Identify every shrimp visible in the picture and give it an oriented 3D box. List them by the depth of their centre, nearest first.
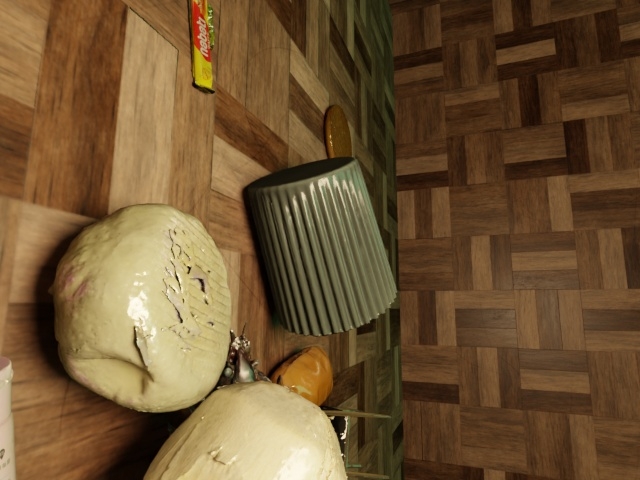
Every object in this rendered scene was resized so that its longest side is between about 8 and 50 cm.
[{"bbox_3d":[-0.140,0.337,0.686,0.222,0.166,0.410,-8,90,-42],"label":"shrimp"}]

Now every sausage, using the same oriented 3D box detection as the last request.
[{"bbox_3d":[-0.045,0.344,0.970,0.241,0.120,0.136,-16,87,-68],"label":"sausage"}]

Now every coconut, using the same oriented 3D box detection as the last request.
[{"bbox_3d":[-0.096,0.314,0.477,0.247,0.245,0.244,-52,136,-44],"label":"coconut"}]

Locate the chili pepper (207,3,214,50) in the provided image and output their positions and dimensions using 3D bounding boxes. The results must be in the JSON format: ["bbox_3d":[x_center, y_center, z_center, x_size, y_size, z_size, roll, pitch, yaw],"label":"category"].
[{"bbox_3d":[-0.214,-0.413,0.780,0.027,0.022,0.083,-17,107,-70],"label":"chili pepper"}]

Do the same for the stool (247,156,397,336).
[{"bbox_3d":[0.000,0.000,0.920,0.297,0.297,0.329,-52,131,-60],"label":"stool"}]

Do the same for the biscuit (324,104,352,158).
[{"bbox_3d":[0.066,-0.366,1.484,0.262,0.037,0.261,-3,90,-70],"label":"biscuit"}]

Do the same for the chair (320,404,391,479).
[{"bbox_3d":[0.039,0.557,1.125,0.272,0.166,0.188,15,67,-23],"label":"chair"}]

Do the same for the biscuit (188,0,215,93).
[{"bbox_3d":[-0.225,-0.422,0.743,0.048,0.026,0.291,-8,95,-66],"label":"biscuit"}]

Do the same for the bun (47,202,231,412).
[{"bbox_3d":[-0.216,0.080,0.512,0.273,0.169,0.272,-9,90,-81],"label":"bun"}]

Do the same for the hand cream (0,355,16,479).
[{"bbox_3d":[-0.322,0.267,0.366,0.111,0.070,0.312,-3,98,-71],"label":"hand cream"}]
